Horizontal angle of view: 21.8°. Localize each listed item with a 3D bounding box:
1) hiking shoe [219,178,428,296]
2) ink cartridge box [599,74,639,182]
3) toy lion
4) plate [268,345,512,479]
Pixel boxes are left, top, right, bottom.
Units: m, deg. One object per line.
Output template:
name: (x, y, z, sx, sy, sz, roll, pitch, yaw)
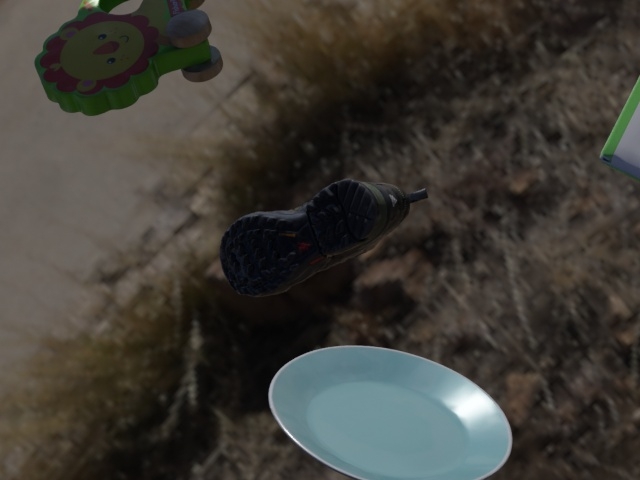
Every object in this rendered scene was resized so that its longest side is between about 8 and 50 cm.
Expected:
hiking shoe: (0.000, 0.000, 1.616, 0.227, 0.114, 0.086, -19, 80, 43)
ink cartridge box: (0.335, -0.098, 1.206, 0.115, 0.273, 0.198, 28, 95, 30)
toy lion: (-0.105, -0.108, 0.882, 0.096, 0.034, 0.100, -16, 45, 0)
plate: (0.051, 0.139, 1.256, 0.188, 0.188, 0.024, -119, 36, -55)
